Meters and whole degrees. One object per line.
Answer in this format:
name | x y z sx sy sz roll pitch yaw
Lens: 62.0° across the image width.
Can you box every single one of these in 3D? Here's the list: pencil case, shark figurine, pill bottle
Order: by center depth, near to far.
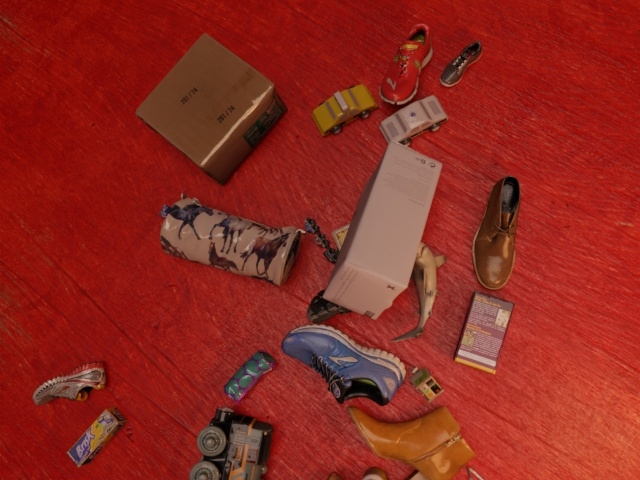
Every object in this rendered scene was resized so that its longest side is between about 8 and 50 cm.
pill bottle | 0.133 0.611 1.329 0.065 0.116 0.065 -2 79 11
shark figurine | 0.255 0.128 1.427 0.116 0.166 0.278 7 99 38
pencil case | -0.195 0.374 1.467 0.151 0.064 0.070 -46 50 0
pencil case | -0.249 -0.003 1.502 0.411 0.160 0.183 15 97 14

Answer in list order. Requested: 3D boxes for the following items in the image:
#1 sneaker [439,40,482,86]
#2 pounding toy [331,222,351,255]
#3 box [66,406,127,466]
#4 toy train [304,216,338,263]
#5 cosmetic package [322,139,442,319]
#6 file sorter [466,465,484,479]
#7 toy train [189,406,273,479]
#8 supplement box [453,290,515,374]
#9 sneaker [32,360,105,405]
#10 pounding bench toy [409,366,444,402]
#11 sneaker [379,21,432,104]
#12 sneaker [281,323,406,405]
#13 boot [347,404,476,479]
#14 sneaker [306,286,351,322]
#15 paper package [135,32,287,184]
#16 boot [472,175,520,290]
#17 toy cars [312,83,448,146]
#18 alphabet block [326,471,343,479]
sneaker | 0.400 -0.512 1.522 0.061 0.065 0.158 41 89 15
pounding toy | 0.093 0.021 1.460 0.141 0.100 0.130 -26 75 5
box | -0.639 0.562 1.523 0.059 0.054 0.169 41 90 16
toy train | 0.000 0.000 1.523 0.036 0.027 0.158 -38 75 13
cosmetic package | 0.154 -0.025 1.311 0.156 0.217 0.384 25 56 -1
file sorter | 0.330 0.702 1.237 0.173 0.193 0.277 40 89 18
toy train | -0.238 0.614 1.398 0.191 0.142 0.333 9 81 3
supplement box | 0.417 0.235 1.365 0.104 0.081 0.188 17 83 14
sneaker | -0.732 0.433 1.550 0.225 0.088 0.092 -24 77 6
pounding bench toy | 0.274 0.369 1.386 0.052 0.083 0.065 -40 106 4
sneaker | 0.238 -0.504 1.496 0.108 0.118 0.278 17 65 16
sneaker | 0.046 0.325 1.371 0.330 0.129 0.147 18 44 14
boot | 0.231 0.482 1.353 0.211 0.104 0.295 -40 80 -4
sneaker | 0.092 0.157 1.414 0.268 0.106 0.101 -29 32 -6
paper package | -0.319 -0.386 1.588 0.309 0.168 0.324 40 88 14
boot | 0.465 -0.023 1.391 0.113 0.115 0.305 9 82 11
toy cars | 0.164 -0.367 1.529 0.394 0.087 0.176 13 82 13
alphabet block | 0.035 0.721 1.292 0.197 0.192 0.193 38 86 14
